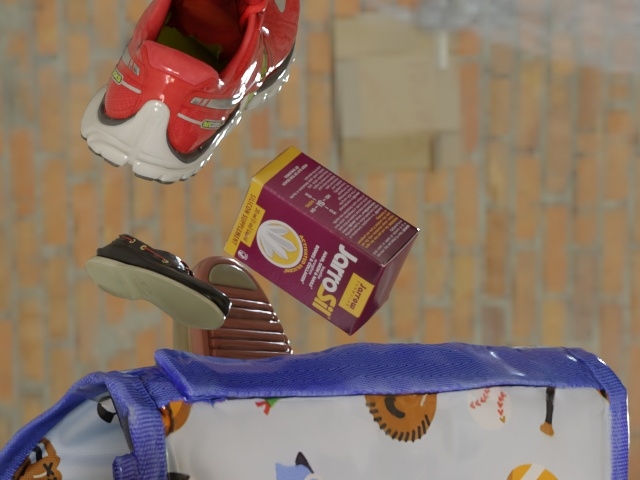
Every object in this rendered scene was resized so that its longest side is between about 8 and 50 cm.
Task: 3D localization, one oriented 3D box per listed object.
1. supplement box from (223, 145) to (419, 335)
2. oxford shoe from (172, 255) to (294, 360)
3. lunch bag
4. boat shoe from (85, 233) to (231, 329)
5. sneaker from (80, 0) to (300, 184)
[{"bbox_3d":[0.000,0.000,1.027,0.043,0.083,0.055,-43,162,-49],"label":"supplement box"},{"bbox_3d":[-0.094,0.213,1.669,0.140,0.146,0.397,13,66,-50],"label":"oxford shoe"},{"bbox_3d":[-0.029,0.219,1.107,0.239,0.328,0.385,54,-49,40],"label":"lunch bag"},{"bbox_3d":[-0.113,0.028,1.450,0.042,0.133,0.049,-45,134,-28],"label":"boat shoe"},{"bbox_3d":[-0.062,-0.143,1.313,0.118,0.107,0.279,-60,-175,36],"label":"sneaker"}]
